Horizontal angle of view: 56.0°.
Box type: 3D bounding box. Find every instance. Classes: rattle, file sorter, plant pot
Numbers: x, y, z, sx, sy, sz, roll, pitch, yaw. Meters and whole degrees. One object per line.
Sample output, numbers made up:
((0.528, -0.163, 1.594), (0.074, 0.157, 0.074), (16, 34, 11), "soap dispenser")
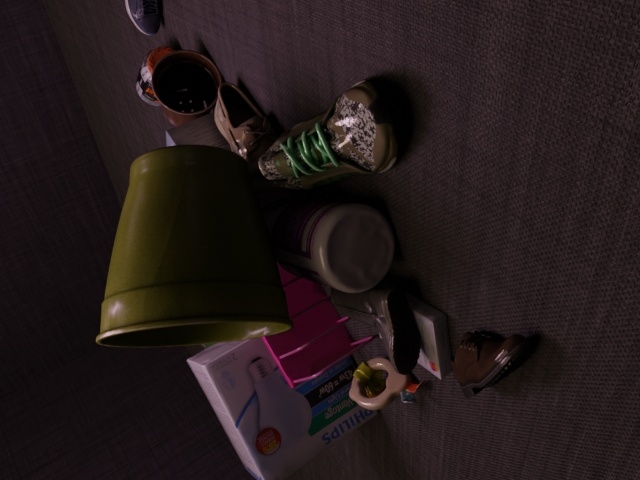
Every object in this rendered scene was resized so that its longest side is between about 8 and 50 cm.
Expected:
((0.176, 0.352, 1.378), (0.200, 0.130, 0.142), (-6, 124, 36), "rattle")
((-0.035, 0.166, 1.434), (0.290, 0.202, 0.182), (59, 153, 5), "file sorter")
((-0.251, 0.013, 1.191), (0.366, 0.367, 0.352), (141, 125, -66), "plant pot")
((-0.336, -0.367, 1.522), (0.167, 0.167, 0.165), (60, 165, 2), "plant pot")

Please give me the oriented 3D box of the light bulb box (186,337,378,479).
((-0.103, 0.391, 1.613), (0.361, 0.358, 0.225), (63, 158, -5), "light bulb box")

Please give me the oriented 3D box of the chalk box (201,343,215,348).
((-0.392, 0.252, 2.119), (0.179, 0.289, 0.180), (10, 126, 60), "chalk box")

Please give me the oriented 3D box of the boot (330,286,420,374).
((0.101, 0.161, 1.213), (0.208, 0.076, 0.189), (1, 101, 55), "boot")

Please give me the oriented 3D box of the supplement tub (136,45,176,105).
((-0.443, -0.456, 1.669), (0.117, 0.117, 0.190), (63, 157, -4), "supplement tub")

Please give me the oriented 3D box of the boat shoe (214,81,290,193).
((-0.152, -0.233, 1.352), (0.302, 0.109, 0.098), (56, 157, 25), "boat shoe")

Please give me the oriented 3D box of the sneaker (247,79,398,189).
((-0.012, -0.149, 1.063), (0.158, 0.182, 0.410), (64, 156, -4), "sneaker")

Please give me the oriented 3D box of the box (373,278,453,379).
((0.180, 0.173, 1.208), (0.186, 0.038, 0.145), (30, 141, 51), "box")

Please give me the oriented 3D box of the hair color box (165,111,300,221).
((-0.198, -0.130, 1.449), (0.374, 0.185, 0.113), (54, 155, 17), "hair color box")

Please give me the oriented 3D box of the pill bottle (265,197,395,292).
((0.000, 0.000, 1.220), (0.301, 0.169, 0.169), (13, 128, 59), "pill bottle")

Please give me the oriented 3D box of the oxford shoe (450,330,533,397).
((0.270, 0.192, 1.000), (0.096, 0.083, 0.227), (59, 155, 16), "oxford shoe")

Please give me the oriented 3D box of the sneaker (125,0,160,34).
((-0.434, -0.612, 1.521), (0.163, 0.086, 0.226), (44, 149, 40), "sneaker")
